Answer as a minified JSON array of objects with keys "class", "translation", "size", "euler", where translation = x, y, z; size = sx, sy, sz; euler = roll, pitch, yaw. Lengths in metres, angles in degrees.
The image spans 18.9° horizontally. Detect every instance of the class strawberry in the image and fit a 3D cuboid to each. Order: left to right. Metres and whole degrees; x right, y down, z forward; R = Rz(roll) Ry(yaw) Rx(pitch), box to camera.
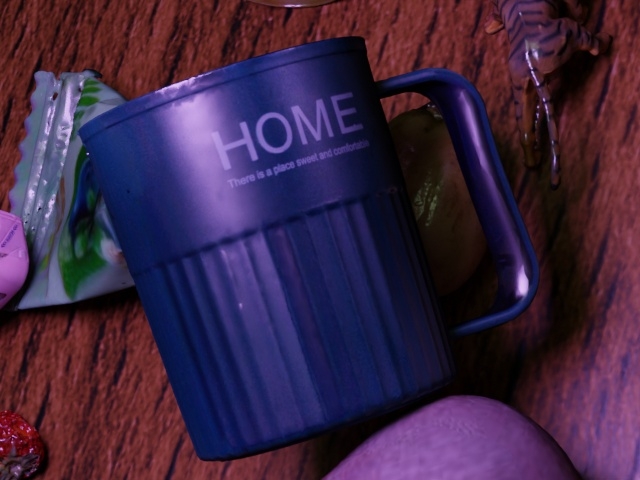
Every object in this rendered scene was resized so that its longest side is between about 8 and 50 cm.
[{"class":"strawberry","translation":[-0.306,0.196,1.855],"size":[0.073,0.073,0.083],"euler":[-38,41,9]}]

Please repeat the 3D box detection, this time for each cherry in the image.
[{"class":"cherry","translation":[0.102,0.264,1.496],"size":[0.261,0.221,0.307],"euler":[-40,71,6]}]

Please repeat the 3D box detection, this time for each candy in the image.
[{"class":"candy","translation":[-0.182,-0.042,1.842],"size":[0.398,0.172,0.263],"euler":[7,74,42]}]

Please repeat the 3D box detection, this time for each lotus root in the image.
[{"class":"lotus root","translation":[0.086,-0.018,1.697],"size":[0.125,0.118,0.221],"euler":[8,74,32]}]

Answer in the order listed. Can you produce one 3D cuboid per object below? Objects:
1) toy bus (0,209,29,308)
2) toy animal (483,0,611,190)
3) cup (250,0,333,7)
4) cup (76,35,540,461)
[{"class":"toy bus","translation":[-0.367,0.053,1.923],"size":[0.203,0.063,0.090],"euler":[-42,46,32]},{"class":"toy animal","translation":[0.193,-0.164,1.710],"size":[0.114,0.116,0.255],"euler":[-25,57,19]},{"class":"cup","translation":[0.000,-0.342,1.879],"size":[0.239,0.166,0.177],"euler":[-5,68,29]},{"class":"cup","translation":[-0.014,0.005,1.571],"size":[0.242,0.308,0.292],"euler":[-20,87,49]}]
